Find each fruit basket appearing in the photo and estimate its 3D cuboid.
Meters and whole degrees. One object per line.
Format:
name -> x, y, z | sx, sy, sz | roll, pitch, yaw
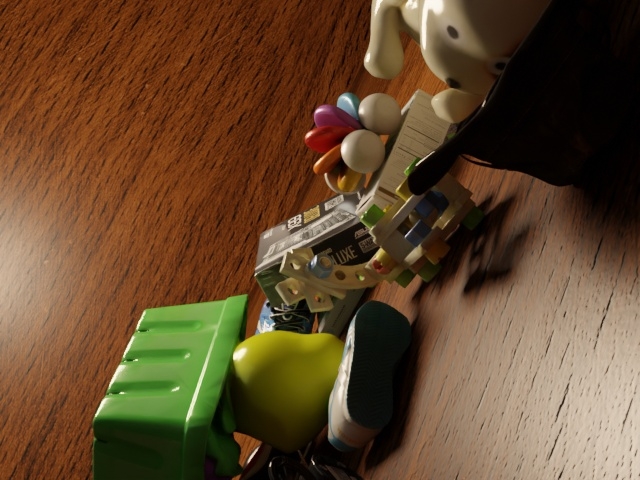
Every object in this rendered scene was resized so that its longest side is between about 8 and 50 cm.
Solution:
fruit basket -> -0.119, 0.250, 1.352 | 0.392, 0.392, 0.282 | -78, -4, -62

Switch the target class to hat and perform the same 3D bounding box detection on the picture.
hat -> 0.235, -0.130, 0.942 | 0.331, 0.134, 0.331 | -48, -5, -6

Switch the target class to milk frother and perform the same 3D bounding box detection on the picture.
milk frother -> -0.028, 0.320, 1.048 | 0.134, 0.143, 0.129 | -59, 16, 5

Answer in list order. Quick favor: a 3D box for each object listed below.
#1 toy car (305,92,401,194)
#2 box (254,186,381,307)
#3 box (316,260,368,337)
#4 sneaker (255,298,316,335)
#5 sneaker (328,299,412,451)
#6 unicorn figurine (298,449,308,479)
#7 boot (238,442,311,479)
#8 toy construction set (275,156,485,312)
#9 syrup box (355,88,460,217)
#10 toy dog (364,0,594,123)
toy car -> 0.045, -0.177, 1.569 | 0.182, 0.136, 0.159 | -65, 6, -25
box -> 0.000, 0.000, 1.759 | 0.243, 0.076, 0.307 | -27, 14, 6
box -> 0.042, 0.095, 1.724 | 0.145, 0.038, 0.186 | -61, 7, 11
sneaker -> -0.075, 0.175, 1.717 | 0.330, 0.130, 0.147 | -87, 5, -59
sneaker -> 0.058, 0.172, 1.212 | 0.092, 0.087, 0.228 | -58, 7, 43
unicorn figurine -> -0.027, 0.373, 1.211 | 0.111, 0.060, 0.161 | 132, 147, -58
boot -> -0.106, 0.408, 1.462 | 0.244, 0.088, 0.176 | -58, 3, -40
toy construction set -> 0.091, 0.009, 1.253 | 0.328, 0.151, 0.215 | -31, 12, 46
syrup box -> 0.154, -0.133, 1.576 | 0.236, 0.096, 0.093 | -67, 7, -27
toy dog -> 0.244, -0.339, 1.271 | 0.395, 0.284, 0.408 | -38, 19, 24
